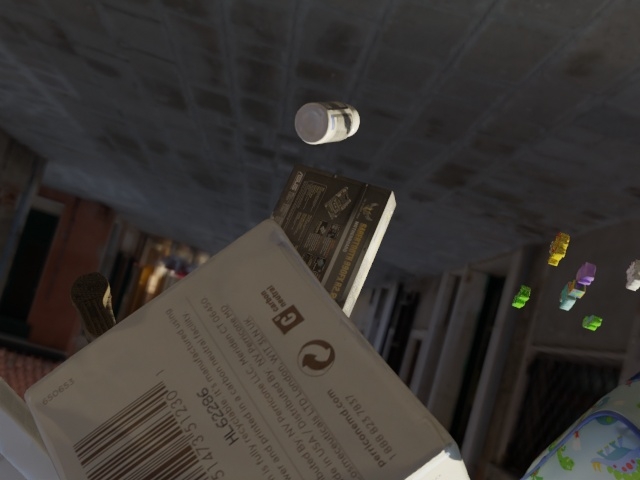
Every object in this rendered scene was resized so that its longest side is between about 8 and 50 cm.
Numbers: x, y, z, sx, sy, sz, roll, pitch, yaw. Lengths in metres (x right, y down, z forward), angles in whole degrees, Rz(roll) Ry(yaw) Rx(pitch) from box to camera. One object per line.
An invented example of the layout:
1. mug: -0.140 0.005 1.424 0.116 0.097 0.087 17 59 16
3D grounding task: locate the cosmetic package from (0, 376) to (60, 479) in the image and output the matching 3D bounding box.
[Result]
1. cosmetic package: -0.527 0.334 1.493 0.239 0.060 0.099 56 176 -23

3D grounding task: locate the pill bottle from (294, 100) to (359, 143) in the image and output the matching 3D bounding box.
1. pill bottle: 0.016 -0.227 1.644 0.078 0.078 0.137 13 -165 27

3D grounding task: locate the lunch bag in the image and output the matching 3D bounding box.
1. lunch bag: 0.269 0.223 0.712 0.176 0.090 0.219 48 146 21

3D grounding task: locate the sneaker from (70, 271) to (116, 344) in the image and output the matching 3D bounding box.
1. sneaker: -0.377 0.129 1.437 0.066 0.071 0.188 -11 -144 -14

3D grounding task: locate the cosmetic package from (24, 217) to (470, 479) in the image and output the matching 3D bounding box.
1. cosmetic package: -0.048 0.258 0.966 0.329 0.327 0.394 50 173 32

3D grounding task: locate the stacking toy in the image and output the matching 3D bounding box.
1. stacking toy: 0.478 0.082 1.607 0.166 0.052 0.221 19 144 -1

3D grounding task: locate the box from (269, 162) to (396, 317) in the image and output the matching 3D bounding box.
1. box: 0.000 0.000 1.426 0.183 0.231 0.056 17 160 17
